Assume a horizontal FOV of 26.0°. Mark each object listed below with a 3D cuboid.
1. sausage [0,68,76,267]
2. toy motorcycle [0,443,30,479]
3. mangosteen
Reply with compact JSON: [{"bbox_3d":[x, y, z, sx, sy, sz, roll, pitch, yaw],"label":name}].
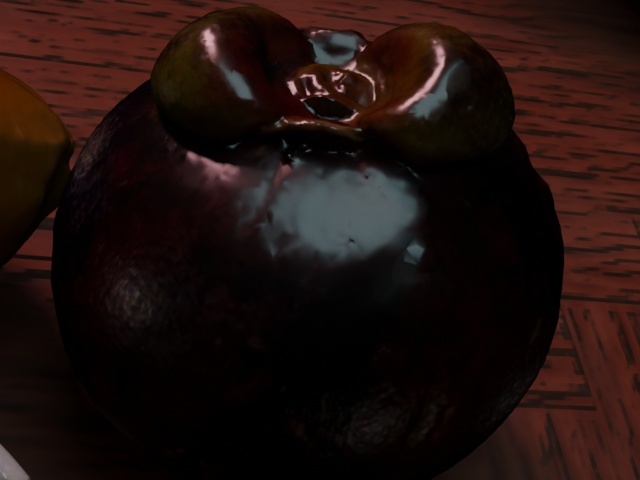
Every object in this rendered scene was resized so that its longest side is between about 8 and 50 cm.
[{"bbox_3d":[-0.188,-0.021,0.378,0.238,0.098,0.098,-2,50,-20],"label":"sausage"},{"bbox_3d":[-0.096,0.109,0.310,0.151,0.074,0.228,-11,51,-35],"label":"toy motorcycle"},{"bbox_3d":[0.000,0.000,0.397,0.152,0.152,0.152,12,45,-12],"label":"mangosteen"}]
